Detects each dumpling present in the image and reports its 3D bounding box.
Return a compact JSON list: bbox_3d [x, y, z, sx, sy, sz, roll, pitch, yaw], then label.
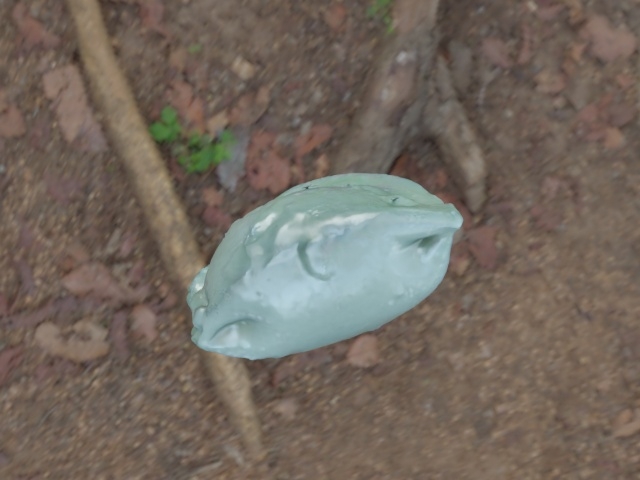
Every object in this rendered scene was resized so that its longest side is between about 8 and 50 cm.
[{"bbox_3d":[-0.003,0.000,1.108,0.217,0.105,0.149,-21,63,14],"label":"dumpling"}]
